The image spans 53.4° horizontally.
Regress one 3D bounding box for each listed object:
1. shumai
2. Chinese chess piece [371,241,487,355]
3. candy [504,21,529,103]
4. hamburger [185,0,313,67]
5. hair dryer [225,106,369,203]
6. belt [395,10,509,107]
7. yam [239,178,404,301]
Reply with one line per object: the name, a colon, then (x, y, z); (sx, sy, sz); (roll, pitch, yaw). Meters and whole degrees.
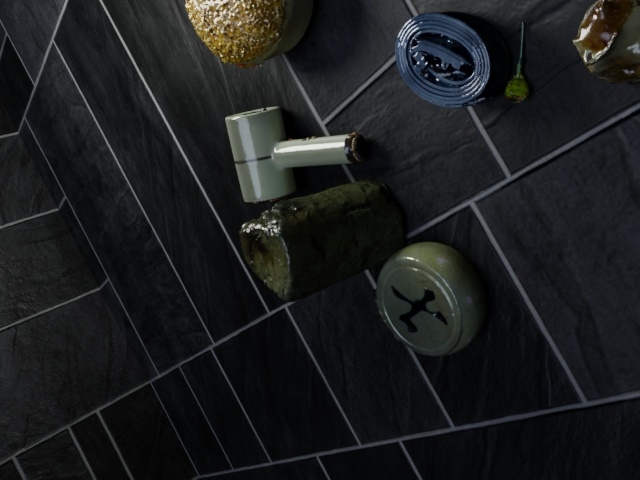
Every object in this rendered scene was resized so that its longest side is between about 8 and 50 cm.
shumai: (0.394, -0.265, 0.841); (0.145, 0.116, 0.145); (23, 126, 36)
Chinese chess piece: (0.213, 0.118, 1.252); (0.238, 0.092, 0.238); (25, 127, 38)
candy: (0.312, -0.276, 0.995); (0.035, 0.035, 0.123); (2, 106, 0)
hamburger: (-0.151, -0.487, 1.262); (0.276, 0.179, 0.294); (57, 140, 10)
hair dryer: (-0.040, -0.190, 1.359); (0.362, 0.128, 0.203); (1, 109, 39)
belt: (0.217, -0.295, 1.042); (0.190, 0.082, 0.141); (36, 129, 31)
yam: (0.000, 0.000, 1.272); (0.195, 0.300, 0.195); (33, 132, 46)
